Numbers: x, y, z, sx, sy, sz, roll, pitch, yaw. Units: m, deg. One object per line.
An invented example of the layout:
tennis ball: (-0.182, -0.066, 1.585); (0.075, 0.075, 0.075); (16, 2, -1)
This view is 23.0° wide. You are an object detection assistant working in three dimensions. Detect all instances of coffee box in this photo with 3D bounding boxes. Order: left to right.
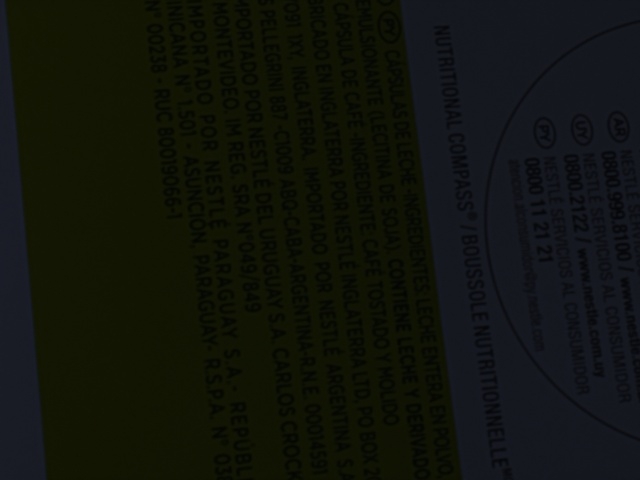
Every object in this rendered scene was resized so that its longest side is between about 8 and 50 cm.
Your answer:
coffee box: (0.007, -0.051, 0.628); (0.337, 0.334, 0.338); (123, 141, -76)
